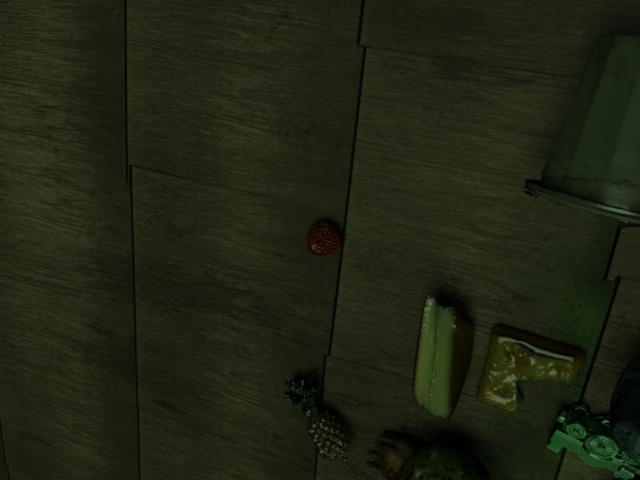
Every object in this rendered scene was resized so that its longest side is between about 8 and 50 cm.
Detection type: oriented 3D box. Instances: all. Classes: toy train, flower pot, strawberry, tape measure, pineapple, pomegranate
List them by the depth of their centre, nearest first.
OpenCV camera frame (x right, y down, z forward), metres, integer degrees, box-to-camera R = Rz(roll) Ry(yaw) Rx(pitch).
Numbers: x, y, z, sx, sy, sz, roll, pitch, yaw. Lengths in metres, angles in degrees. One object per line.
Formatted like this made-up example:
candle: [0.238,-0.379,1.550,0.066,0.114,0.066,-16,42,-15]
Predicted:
flower pot: [0.471,-0.156,1.023,0.290,0.290,0.259,17,103,18]
tape measure: [0.615,0.284,1.118,0.275,0.256,0.147,5,112,-6]
toy train: [0.522,0.382,1.303,0.178,0.071,0.104,25,125,15]
strawberry: [0.000,0.000,1.386,0.073,0.083,0.073,21,129,28]
pomegranate: [0.232,0.499,1.431,0.204,0.276,0.221,6,112,-21]
pineapple: [-0.002,0.395,1.529,0.083,0.103,0.221,-31,95,-4]

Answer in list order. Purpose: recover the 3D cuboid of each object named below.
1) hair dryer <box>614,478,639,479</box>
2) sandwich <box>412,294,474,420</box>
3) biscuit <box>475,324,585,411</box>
hair dryer: [0.690,0.449,1.250,0.189,0.107,0.352,43,112,6]
sandwich: [0.238,0.217,1.354,0.094,0.096,0.258,15,116,26]
biscuit: [0.393,0.261,1.333,0.174,0.039,0.183,19,116,15]
